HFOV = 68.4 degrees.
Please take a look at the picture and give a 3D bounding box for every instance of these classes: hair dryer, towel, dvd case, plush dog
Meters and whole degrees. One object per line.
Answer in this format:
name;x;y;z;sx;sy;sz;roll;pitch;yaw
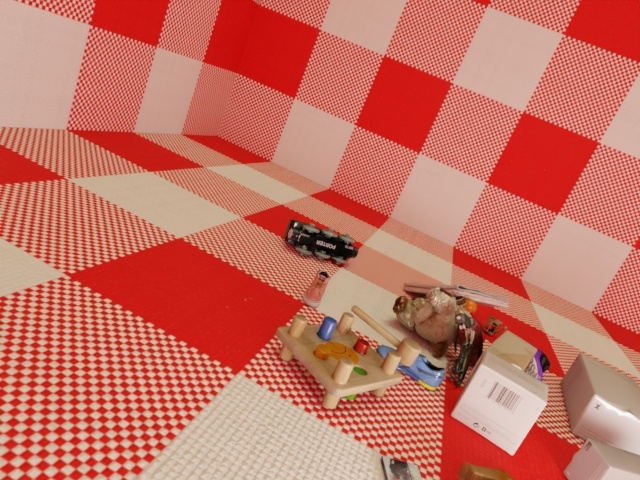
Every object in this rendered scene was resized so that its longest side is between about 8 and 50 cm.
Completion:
hair dryer;0.465;0.359;1.537;0.080;0.224;0.293;7;-12;37
towel;0.578;0.228;2.020;0.331;0.054;0.316;15;-9;-29
dvd case;0.171;0.493;0.951;0.087;0.013;0.119;20;18;-10
plush dog;0.370;0.279;1.657;0.225;0.211;0.262;16;-14;44

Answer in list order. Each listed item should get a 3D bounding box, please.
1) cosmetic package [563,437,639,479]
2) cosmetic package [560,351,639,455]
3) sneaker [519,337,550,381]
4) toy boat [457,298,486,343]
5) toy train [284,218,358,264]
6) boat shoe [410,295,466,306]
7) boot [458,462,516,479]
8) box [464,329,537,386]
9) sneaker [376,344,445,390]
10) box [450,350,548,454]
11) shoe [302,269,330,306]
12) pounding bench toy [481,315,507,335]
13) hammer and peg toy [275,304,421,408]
cosmetic package;0.761;0.606;1.187;0.237;0.127;0.107;18;18;-12
cosmetic package;0.955;0.548;1.575;0.217;0.156;0.385;28;19;18
sneaker;0.788;0.450;1.740;0.146;0.102;0.293;24;17;0
toy boat;0.552;0.293;1.824;0.150;0.151;0.231;16;18;-24
toy train;0.000;0.000;2.043;0.333;0.143;0.190;16;9;-24
boat shoe;0.446;0.236;1.800;0.206;0.073;0.073;-15;1;18
boot;0.407;0.557;0.909;0.211;0.104;0.295;21;13;-7
box;0.594;0.410;1.536;0.121;0.148;0.311;33;21;28
sneaker;0.267;0.353;1.392;0.209;0.082;0.069;28;19;21
box;0.478;0.428;1.261;0.180;0.182;0.119;29;20;22
shoe;-0.012;0.159;1.614;0.063;0.081;0.178;24;17;2
pounding bench toy;0.730;0.369;1.972;0.052;0.065;0.083;5;25;-49
hammer and peg toy;0.082;0.296;1.243;0.361;0.128;0.265;6;22;-45
